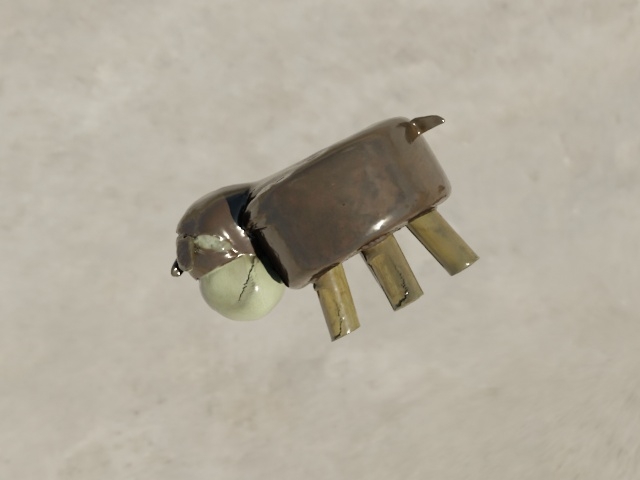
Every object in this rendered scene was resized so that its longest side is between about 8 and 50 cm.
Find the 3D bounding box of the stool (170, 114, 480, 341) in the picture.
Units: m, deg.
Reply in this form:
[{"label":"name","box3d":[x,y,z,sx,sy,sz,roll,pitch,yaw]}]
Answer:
[{"label":"stool","box3d":[0.000,0.000,1.000,0.217,0.125,0.121,-27,92,18]}]
